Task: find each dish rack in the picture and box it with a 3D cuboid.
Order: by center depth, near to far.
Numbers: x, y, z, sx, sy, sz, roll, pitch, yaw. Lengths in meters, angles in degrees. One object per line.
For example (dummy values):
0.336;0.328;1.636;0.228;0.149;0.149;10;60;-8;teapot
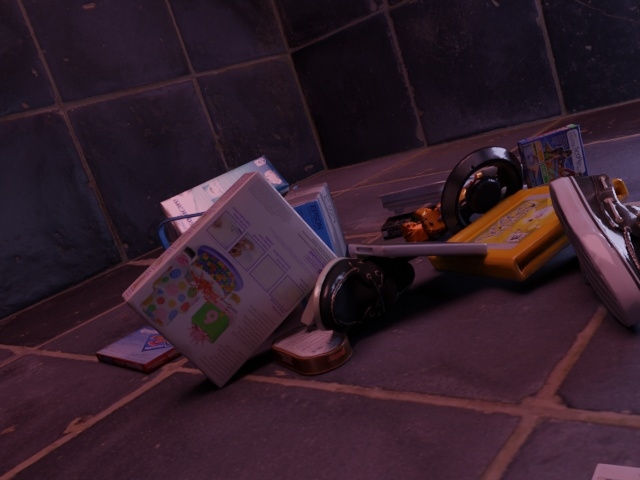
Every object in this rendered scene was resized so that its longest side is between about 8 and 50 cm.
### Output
0.363;-0.141;1.790;0.332;0.073;0.285;-13;3;-40;dish rack

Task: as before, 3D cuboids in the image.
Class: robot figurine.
0.352;-0.086;1.535;0.291;0.085;0.211;-30;-9;-20;robot figurine

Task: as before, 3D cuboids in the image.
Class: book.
0.017;0.114;1.179;0.035;0.096;0.144;27;9;20;book

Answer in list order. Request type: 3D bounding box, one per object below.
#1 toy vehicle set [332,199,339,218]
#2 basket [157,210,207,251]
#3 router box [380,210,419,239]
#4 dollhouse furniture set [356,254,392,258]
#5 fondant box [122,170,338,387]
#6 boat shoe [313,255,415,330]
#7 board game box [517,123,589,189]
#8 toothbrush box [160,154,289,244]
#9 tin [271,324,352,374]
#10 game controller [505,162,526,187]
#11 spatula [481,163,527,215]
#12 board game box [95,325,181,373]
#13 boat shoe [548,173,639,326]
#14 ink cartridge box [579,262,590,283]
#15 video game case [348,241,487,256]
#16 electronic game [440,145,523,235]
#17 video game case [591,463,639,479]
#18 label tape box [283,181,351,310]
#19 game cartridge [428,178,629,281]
-0.067;0.003;1.702;0.266;0.166;0.035;-17;9;10;toy vehicle set
-0.208;0.065;1.332;0.254;0.289;0.201;-12;18;17;basket
0.237;-0.045;1.770;0.092;0.038;0.122;-13;13;22;router box
0.165;0.053;1.476;0.151;0.059;0.076;-3;-4;-28;dollhouse furniture set
-0.162;0.067;1.121;0.330;0.238;0.096;-47;20;-15;fondant box
0.097;0.093;1.135;0.113;0.127;0.340;-1;2;25;boat shoe
0.546;-0.152;1.389;0.136;0.201;0.035;-17;16;3;board game box
-0.232;-0.051;1.534;0.295;0.216;0.126;-30;59;-20;toothbrush box
-0.018;0.194;1.090;0.106;0.040;0.189;-20;11;-29;tin
0.630;-0.193;1.831;0.166;0.067;0.319;-29;6;25;game controller
0.503;-0.127;1.463;0.241;0.168;0.019;-16;26;-10;spatula
-0.414;0.255;1.428;0.145;0.027;0.281;-30;16;-38;board game box
0.448;-0.014;0.918;0.119;0.121;0.335;-20;35;17;boat shoe
0.603;-0.010;1.007;0.311;0.065;0.186;-15;13;29;ink cartridge box
0.185;0.017;1.179;0.212;0.023;0.193;-2;1;-16;video game case
0.377;-0.106;1.394;0.229;0.229;0.048;-22;30;-15;electronic game
0.278;0.240;0.476;0.143;0.019;0.157;-9;16;40;video game case
0.000;0.000;1.410;0.115;0.249;0.348;-16;12;12;label tape box
0.402;-0.026;1.219;0.285;0.053;0.323;-35;12;-14;game cartridge
